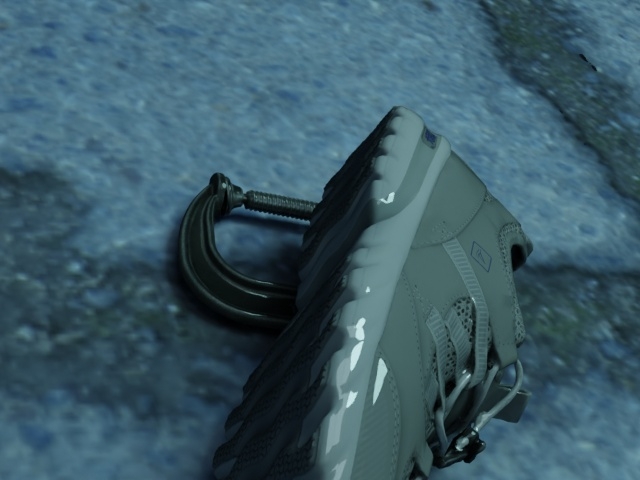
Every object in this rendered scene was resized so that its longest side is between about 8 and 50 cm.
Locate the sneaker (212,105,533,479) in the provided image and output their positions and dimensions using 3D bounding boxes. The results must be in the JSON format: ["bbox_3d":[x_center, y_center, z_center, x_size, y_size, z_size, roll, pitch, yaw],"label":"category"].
[{"bbox_3d":[0.041,0.054,0.484,0.115,0.105,0.281,31,45,-10],"label":"sneaker"}]

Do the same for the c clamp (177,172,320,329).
[{"bbox_3d":[0.000,0.000,0.603,0.161,0.022,0.137,6,46,-24],"label":"c clamp"}]
